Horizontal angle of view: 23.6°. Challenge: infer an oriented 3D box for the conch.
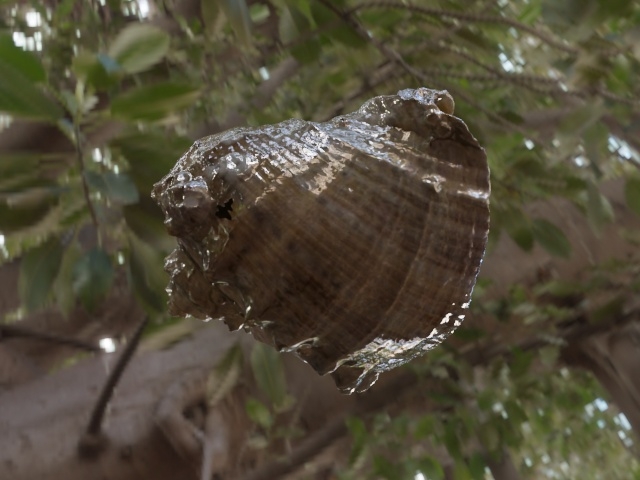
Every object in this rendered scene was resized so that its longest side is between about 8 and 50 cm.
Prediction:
[{"bbox_3d":[-0.010,0.007,1.440,0.352,0.210,0.297,-35,-89,39],"label":"conch"}]
